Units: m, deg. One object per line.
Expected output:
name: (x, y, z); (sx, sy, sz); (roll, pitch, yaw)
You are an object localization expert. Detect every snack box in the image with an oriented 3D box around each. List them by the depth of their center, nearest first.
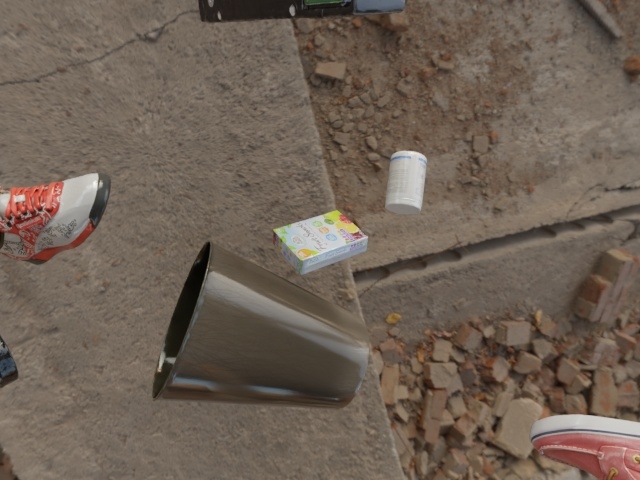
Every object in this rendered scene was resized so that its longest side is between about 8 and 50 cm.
snack box: (0.000, 0.000, 0.829); (0.141, 0.100, 0.037); (-18, 131, -28)

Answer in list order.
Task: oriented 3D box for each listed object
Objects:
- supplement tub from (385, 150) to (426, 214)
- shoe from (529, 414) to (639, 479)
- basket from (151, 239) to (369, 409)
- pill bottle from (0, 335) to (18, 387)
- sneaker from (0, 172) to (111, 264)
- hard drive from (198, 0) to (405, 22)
supplement tub: (0.163, -0.110, 0.886); (0.071, 0.071, 0.107); (15, 78, -22)
shoe: (0.270, 0.205, 0.398); (0.063, 0.178, 0.081); (50, 48, -30)
basket: (-0.067, 0.129, 0.585); (0.227, 0.154, 0.204); (21, 104, -21)
pill bottle: (-0.545, 0.205, 0.621); (0.219, 0.123, 0.122); (-28, 111, -45)
sneaker: (-0.432, -0.042, 0.676); (0.145, 0.270, 0.090); (26, 52, -43)
hard drive: (-0.047, -0.341, 0.447); (0.064, 0.339, 0.236); (-18, 119, -28)
